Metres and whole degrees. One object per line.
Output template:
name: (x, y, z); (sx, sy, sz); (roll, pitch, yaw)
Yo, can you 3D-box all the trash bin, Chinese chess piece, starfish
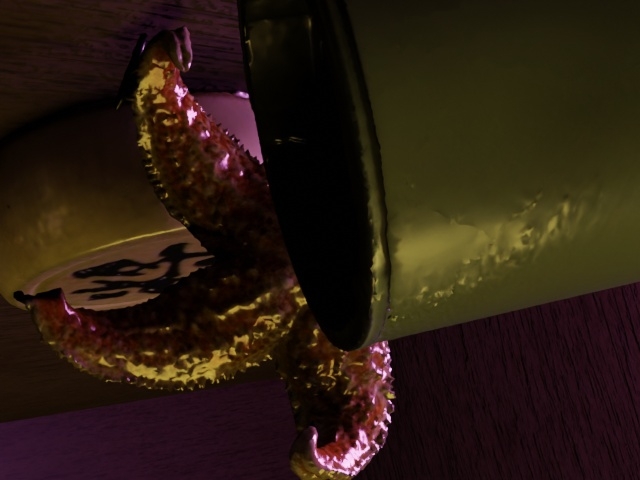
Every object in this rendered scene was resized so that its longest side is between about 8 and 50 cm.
trash bin: (0.110, -0.078, 0.492); (0.262, 0.217, 0.277); (-13, 127, -11)
Chinese chess piece: (-0.133, -0.023, 0.777); (0.257, 0.104, 0.257); (-14, 169, -3)
starfish: (-0.013, -0.009, 0.635); (0.312, 0.303, 0.113); (-53, -164, -24)
